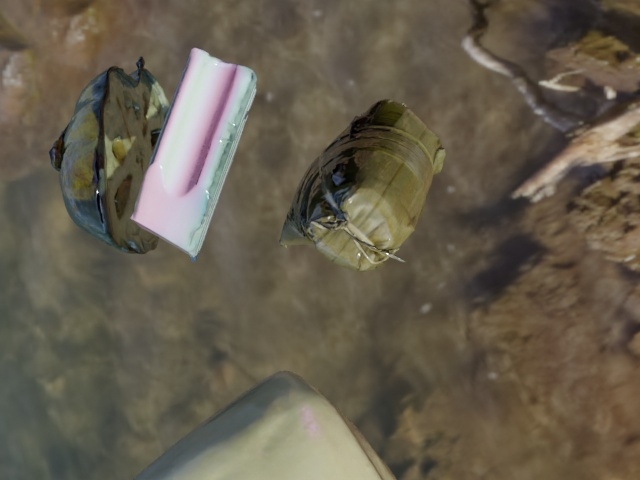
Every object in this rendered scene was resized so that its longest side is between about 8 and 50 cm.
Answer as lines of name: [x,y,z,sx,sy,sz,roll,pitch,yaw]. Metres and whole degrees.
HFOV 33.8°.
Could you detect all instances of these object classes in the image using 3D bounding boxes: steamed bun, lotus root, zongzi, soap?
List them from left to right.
lotus root: [-0.213,-0.082,1.071,0.078,0.183,0.203,-1,67,15]
soap: [-0.097,-0.062,0.812,0.056,0.100,0.149,20,87,-1]
steamed bun: [-0.042,0.220,0.684,0.170,0.225,0.200,40,158,40]
zongzi: [0.000,0.000,0.769,0.081,0.189,0.178,42,125,-11]
